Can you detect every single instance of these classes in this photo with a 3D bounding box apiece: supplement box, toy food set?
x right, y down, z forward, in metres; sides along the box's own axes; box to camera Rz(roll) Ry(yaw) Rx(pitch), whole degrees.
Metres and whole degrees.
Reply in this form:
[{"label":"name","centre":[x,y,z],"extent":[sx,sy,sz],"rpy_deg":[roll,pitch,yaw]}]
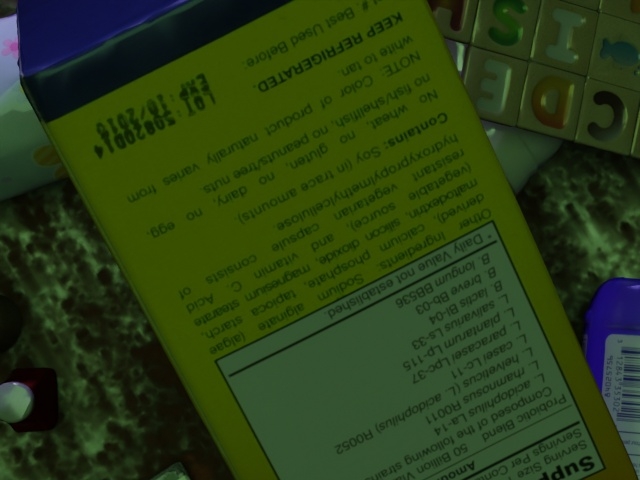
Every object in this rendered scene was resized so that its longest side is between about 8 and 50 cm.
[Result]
[{"label":"supplement box","centre":[0.000,0.000,0.984],"extent":[0.194,0.195,0.357],"rpy_deg":[-26,111,-1]},{"label":"toy food set","centre":[-0.222,0.112,1.086],"extent":[0.111,0.104,0.232],"rpy_deg":[0,86,1]}]

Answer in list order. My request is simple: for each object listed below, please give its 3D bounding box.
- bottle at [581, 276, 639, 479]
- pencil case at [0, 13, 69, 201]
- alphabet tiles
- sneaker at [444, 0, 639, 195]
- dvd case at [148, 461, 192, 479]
[{"label":"bottle","centre":[0.209,0.166,1.081],"extent":[0.118,0.092,0.283],"rpy_deg":[4,86,2]},{"label":"pencil case","centre":[-0.151,-0.101,1.097],"extent":[0.273,0.113,0.124],"rpy_deg":[-16,56,0]},{"label":"alphabet tiles","centre":[0.167,-0.154,1.060],"extent":[0.237,0.009,0.198],"rpy_deg":[13,87,-22]},{"label":"sneaker","centre":[0.074,-0.188,1.109],"extent":[0.169,0.108,0.292],"rpy_deg":[-45,96,-4]},{"label":"dvd case","centre":[-0.096,0.274,1.117],"extent":[0.164,0.018,0.221],"rpy_deg":[-33,86,-1]}]
